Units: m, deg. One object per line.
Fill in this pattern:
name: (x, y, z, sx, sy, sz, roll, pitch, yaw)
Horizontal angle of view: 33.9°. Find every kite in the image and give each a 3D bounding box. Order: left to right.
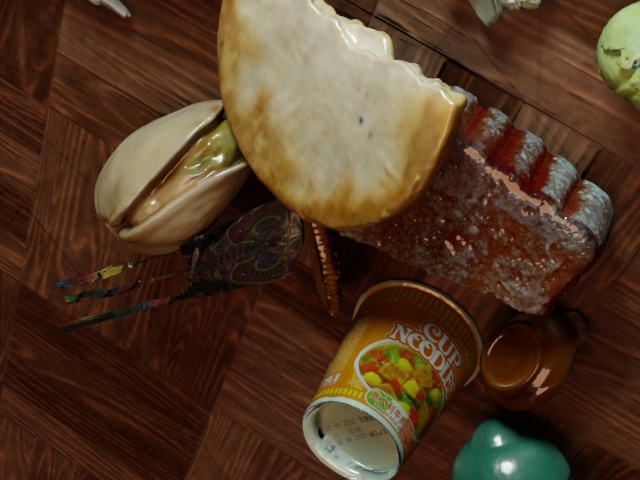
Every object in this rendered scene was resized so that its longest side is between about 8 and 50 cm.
kite: (-0.151, 0.036, 1.157, 0.152, 0.285, 0.015, 91, 157, -52)

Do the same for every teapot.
teapot: (0.226, 0.122, 1.105, 0.129, 0.078, 0.098, -49, 51, 30)

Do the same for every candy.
candy: (0.376, -0.088, 0.863, 0.335, 0.092, 0.093, 32, 97, -3)

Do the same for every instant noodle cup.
instant noodle cup: (0.069, 0.160, 1.146, 0.168, 0.185, 0.168, 16, 129, 21)

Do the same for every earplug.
earplug: (0.216, 0.324, 1.230, 0.257, 0.164, 0.280, 25, 132, 65)

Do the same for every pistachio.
pistachio: (-0.160, -0.067, 1.149, 0.215, 0.144, 0.144, -34, 102, 24)

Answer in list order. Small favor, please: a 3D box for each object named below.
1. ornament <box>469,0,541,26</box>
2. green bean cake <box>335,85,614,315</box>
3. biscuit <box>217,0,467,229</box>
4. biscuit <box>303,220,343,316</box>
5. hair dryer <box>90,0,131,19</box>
ornament: (0.150, -0.219, 0.916, 0.092, 0.041, 0.068, 24, 152, 3)
green bean cake: (0.149, -0.025, 1.021, 0.232, 0.097, 0.198, 34, 132, 6)
biscuit: (0.001, -0.121, 0.999, 0.309, 0.040, 0.205, 39, 125, 33)
biscuit: (0.001, -0.001, 1.122, 0.025, 0.126, 0.206, -14, 120, -4)
hair dryer: (-0.284, -0.285, 1.136, 0.183, 0.044, 0.155, 47, 136, -11)
